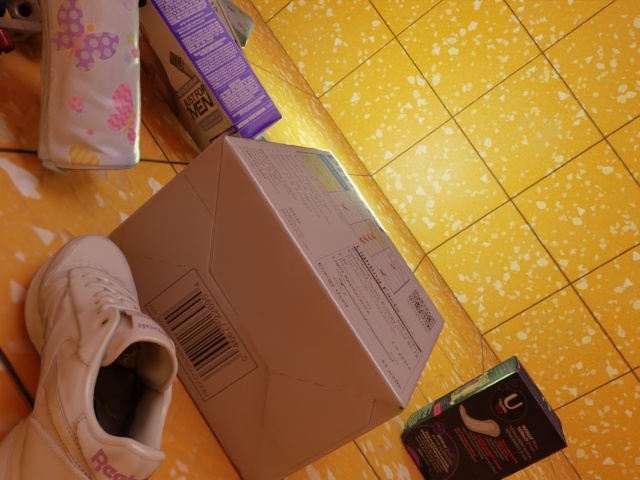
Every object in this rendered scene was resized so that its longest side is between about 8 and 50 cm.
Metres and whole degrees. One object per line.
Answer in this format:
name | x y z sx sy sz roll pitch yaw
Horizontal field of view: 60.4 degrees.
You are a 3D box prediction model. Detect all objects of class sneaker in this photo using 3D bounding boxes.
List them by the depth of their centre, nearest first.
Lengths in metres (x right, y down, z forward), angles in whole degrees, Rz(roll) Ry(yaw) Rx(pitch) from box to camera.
sneaker | -0.177 0.091 0.474 0.114 0.152 0.305 38 21 -40

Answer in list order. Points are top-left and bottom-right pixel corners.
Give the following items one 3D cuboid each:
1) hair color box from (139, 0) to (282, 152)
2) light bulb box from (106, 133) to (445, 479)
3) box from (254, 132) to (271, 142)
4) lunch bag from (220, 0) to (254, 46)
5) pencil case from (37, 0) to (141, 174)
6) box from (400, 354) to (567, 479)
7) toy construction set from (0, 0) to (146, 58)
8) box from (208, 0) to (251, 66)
hair color box | -0.236 -0.323 1.011 0.185 0.110 0.338 -8 -62 58
light bulb box | -0.031 0.068 0.771 0.358 0.225 0.361 57 19 6
box | -0.141 -0.187 1.330 0.159 0.044 0.233 55 16 0
lunch bag | -0.317 -0.591 1.450 0.262 0.160 0.223 36 25 -20
pencil case | -0.272 -0.215 0.643 0.124 0.114 0.273 -30 126 -64
box | 0.324 0.379 1.107 0.165 0.270 0.143 58 17 9
toy construction set | -0.383 -0.369 0.775 0.309 0.257 0.237 41 2 -17
box | -0.227 -0.392 1.191 0.169 0.087 0.290 40 -17 49
